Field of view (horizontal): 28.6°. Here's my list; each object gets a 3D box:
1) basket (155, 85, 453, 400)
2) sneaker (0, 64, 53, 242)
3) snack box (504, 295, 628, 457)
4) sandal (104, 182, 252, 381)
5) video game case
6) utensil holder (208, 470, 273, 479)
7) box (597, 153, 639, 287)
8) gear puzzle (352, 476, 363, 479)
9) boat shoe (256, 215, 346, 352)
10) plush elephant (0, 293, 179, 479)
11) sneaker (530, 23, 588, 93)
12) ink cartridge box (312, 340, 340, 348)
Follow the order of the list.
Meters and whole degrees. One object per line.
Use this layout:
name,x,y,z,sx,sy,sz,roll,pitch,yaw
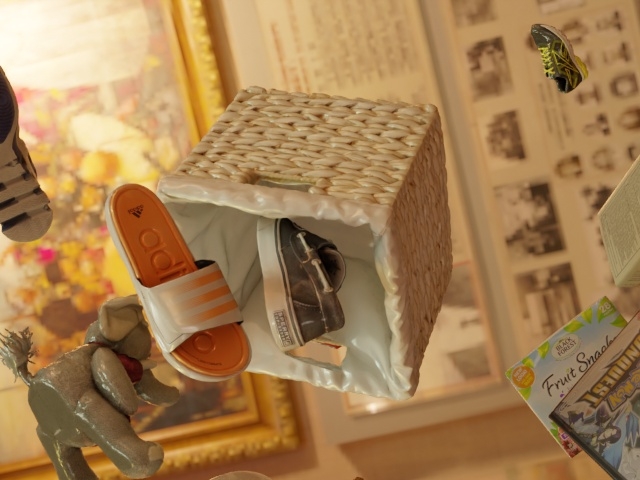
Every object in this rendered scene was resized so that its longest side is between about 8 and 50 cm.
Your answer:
basket,0.000,0.000,1.711,0.266,0.328,0.331,-59,-31,-44
sneaker,-0.590,-0.153,2.280,0.182,0.127,0.316,21,129,69
snack box,0.430,0.218,2.018,0.174,0.207,0.070,53,-174,10
sandal,-0.168,0.041,1.445,0.265,0.102,0.076,58,152,9
video game case,0.455,0.192,1.635,0.035,0.275,0.248,38,-176,-30
utensil holder,-0.071,0.613,2.109,0.385,0.327,0.328,30,146,48
box,0.544,-0.061,1.908,0.311,0.121,0.148,111,155,-60
gear puzzle,-0.035,0.371,1.194,0.175,0.044,0.339,93,-158,-63
boat shoe,-0.019,0.038,1.571,0.301,0.102,0.108,-102,-4,-69
plush elephant,-0.355,0.237,2.099,0.330,0.272,0.255,53,-134,3
sneaker,0.235,-0.181,1.251,0.083,0.035,0.031,44,165,-22
ink cartridge box,0.001,0.094,2.076,0.275,0.238,0.060,-20,-65,-53
